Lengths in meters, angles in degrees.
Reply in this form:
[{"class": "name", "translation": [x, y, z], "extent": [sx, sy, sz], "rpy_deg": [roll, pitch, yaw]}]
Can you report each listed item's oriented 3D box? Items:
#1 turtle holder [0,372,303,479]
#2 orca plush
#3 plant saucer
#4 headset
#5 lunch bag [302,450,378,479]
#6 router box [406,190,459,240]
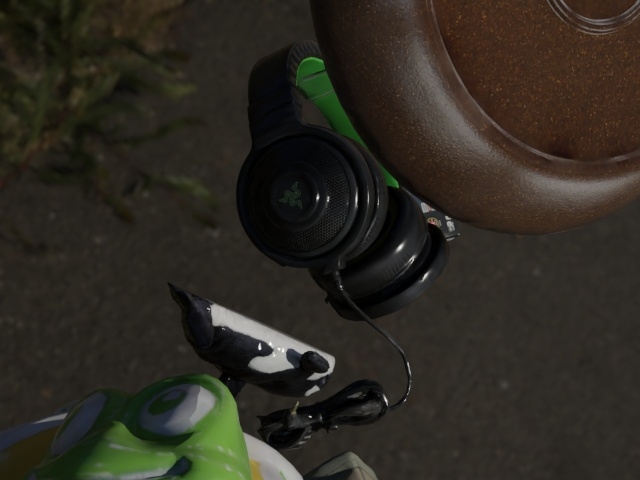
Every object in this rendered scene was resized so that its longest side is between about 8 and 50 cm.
[{"class": "turtle holder", "translation": [-0.098, 0.171, 0.628], "extent": [0.243, 0.320, 0.227], "rpy_deg": [3, 56, 24]}, {"class": "orca plush", "translation": [-0.081, 0.136, 1.805], "extent": [0.151, 0.102, 0.287], "rpy_deg": [25, -2, 19]}, {"class": "plant saucer", "translation": [0.135, -0.153, 0.898], "extent": [0.311, 0.310, 0.050], "rpy_deg": [16, -1, -32]}, {"class": "headset", "translation": [0.000, 0.000, 1.604], "extent": [0.243, 0.185, 0.394], "rpy_deg": [40, 32, -49]}, {"class": "lunch bag", "translation": [0.051, 0.307, 1.172], "extent": [0.235, 0.169, 0.287], "rpy_deg": [64, 10, 30]}, {"class": "router box", "translation": [0.093, -0.052, 1.882], "extent": [0.092, 0.038, 0.122], "rpy_deg": [-12, 82, -21]}]
